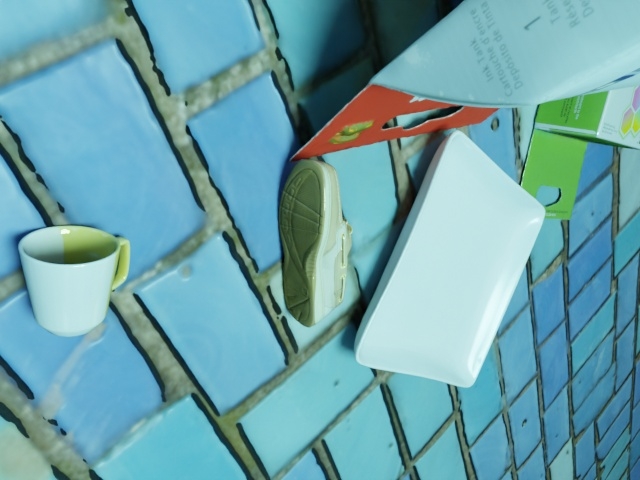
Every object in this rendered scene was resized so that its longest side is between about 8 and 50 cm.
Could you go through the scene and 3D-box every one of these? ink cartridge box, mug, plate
[{"bbox_3d":[0.392,-0.146,0.800,0.189,0.097,0.255,-1,105,-42],"label":"ink cartridge box"},{"bbox_3d":[-0.166,0.030,0.390,0.078,0.062,0.064,-6,117,-34],"label":"mug"},{"bbox_3d":[0.197,-0.132,0.443,0.308,0.385,0.091,-18,83,-37],"label":"ink cartridge box"},{"bbox_3d":[0.167,0.039,0.702,0.278,0.045,0.277,24,89,-44],"label":"plate"}]

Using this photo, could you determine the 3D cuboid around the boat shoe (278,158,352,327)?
[{"bbox_3d":[0.000,0.000,0.530,0.059,0.063,0.170,-21,128,-38],"label":"boat shoe"}]
